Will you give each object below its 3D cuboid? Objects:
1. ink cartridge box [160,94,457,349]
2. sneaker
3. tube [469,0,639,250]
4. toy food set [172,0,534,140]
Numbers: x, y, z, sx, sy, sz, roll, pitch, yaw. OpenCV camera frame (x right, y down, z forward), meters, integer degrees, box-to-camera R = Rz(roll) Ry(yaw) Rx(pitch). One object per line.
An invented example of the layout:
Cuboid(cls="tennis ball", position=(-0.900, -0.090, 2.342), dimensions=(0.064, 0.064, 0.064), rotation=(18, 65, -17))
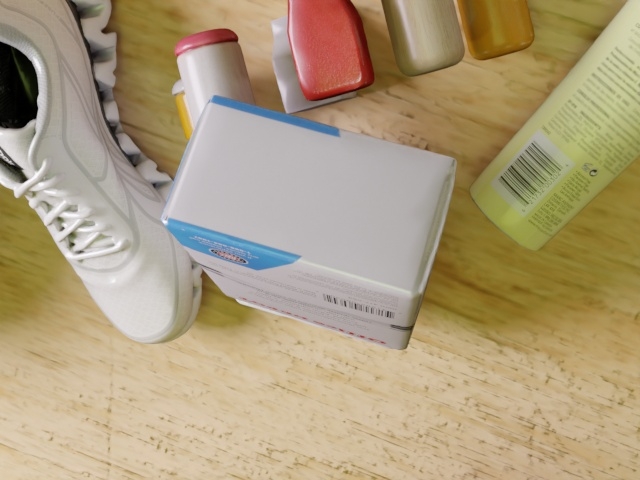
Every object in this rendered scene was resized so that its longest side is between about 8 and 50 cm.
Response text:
Cuboid(cls="ink cartridge box", position=(0.000, 0.000, 0.524), dimensions=(0.139, 0.191, 0.082), rotation=(16, 78, 8))
Cuboid(cls="sneaker", position=(-0.173, -0.045, 0.596), dimensions=(0.110, 0.118, 0.292), rotation=(-14, 110, 18))
Cuboid(cls="tube", position=(0.191, -0.096, 0.511), dimensions=(0.070, 0.062, 0.240), rotation=(18, 121, -43))
Cuboid(cls="toy food set", position=(-0.001, -0.136, 0.516), dimensions=(0.232, 0.111, 0.104), rotation=(-12, 97, 21))
